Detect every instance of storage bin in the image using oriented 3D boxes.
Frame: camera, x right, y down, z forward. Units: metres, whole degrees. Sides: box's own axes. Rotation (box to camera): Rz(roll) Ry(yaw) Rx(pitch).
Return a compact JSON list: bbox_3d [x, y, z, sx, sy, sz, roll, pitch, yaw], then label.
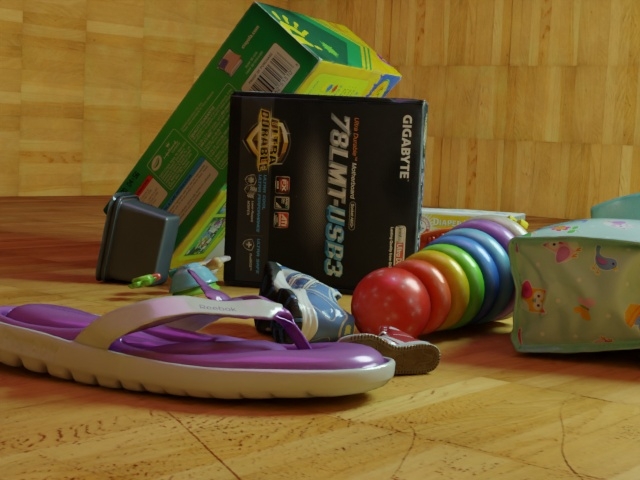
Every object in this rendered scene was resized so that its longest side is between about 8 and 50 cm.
[{"bbox_3d":[-0.266,0.005,1.745,0.091,0.135,0.098,16,8,13],"label":"storage bin"}]

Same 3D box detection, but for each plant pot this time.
[{"bbox_3d":[0.687,-0.023,2.405,0.234,0.166,0.165,-3,1,36],"label":"plant pot"}]

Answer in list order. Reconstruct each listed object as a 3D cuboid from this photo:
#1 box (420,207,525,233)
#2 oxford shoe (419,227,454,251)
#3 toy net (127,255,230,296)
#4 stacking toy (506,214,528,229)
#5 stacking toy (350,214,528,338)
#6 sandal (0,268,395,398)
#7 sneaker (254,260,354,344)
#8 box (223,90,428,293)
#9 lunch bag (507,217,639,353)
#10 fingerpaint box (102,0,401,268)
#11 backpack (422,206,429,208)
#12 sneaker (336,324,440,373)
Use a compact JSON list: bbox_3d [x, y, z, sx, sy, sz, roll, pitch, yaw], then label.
[{"bbox_3d":[0.255,0.001,2.095,0.203,0.114,0.103,3,5,22],"label":"box"},{"bbox_3d":[0.177,0.027,1.891,0.271,0.097,0.098,3,-1,2],"label":"oxford shoe"},{"bbox_3d":[-0.191,0.057,1.663,0.122,0.045,0.232,-15,0,6],"label":"toy net"},{"bbox_3d":[0.399,0.035,1.850,0.167,0.052,0.221,30,-3,-30],"label":"stacking toy"},{"bbox_3d":[0.142,0.053,1.408,0.141,0.141,0.330,6,10,33],"label":"stacking toy"},{"bbox_3d":[-0.138,0.078,1.074,0.416,0.102,0.169,4,5,14],"label":"sandal"},{"bbox_3d":[-0.024,0.079,1.346,0.081,0.080,0.211,8,13,-17],"label":"sneaker"},{"bbox_3d":[0.007,-0.071,1.754,0.293,0.296,0.073,5,5,11],"label":"box"},{"bbox_3d":[0.362,0.053,1.340,0.262,0.160,0.223,-2,3,17],"label":"lunch bag"},{"bbox_3d":[-0.110,-0.174,2.016,0.163,0.445,0.371,44,20,15],"label":"fingerpaint box"},{"bbox_3d":[0.143,-0.017,2.242,0.182,0.115,0.152,-3,10,-28],"label":"backpack"},{"bbox_3d":[0.054,0.109,1.172,0.118,0.042,0.067,9,6,-29],"label":"sneaker"}]
